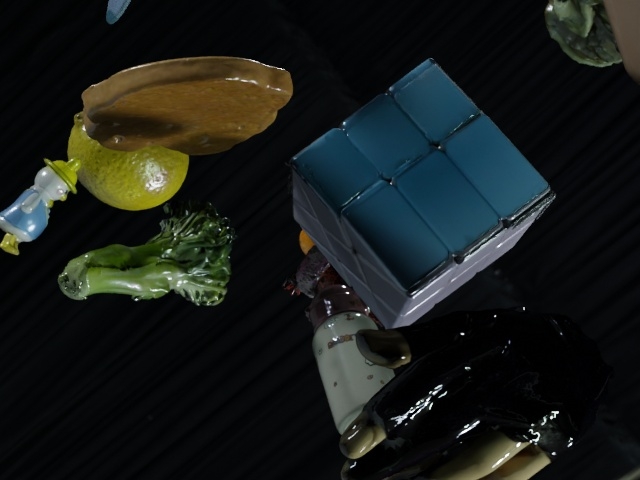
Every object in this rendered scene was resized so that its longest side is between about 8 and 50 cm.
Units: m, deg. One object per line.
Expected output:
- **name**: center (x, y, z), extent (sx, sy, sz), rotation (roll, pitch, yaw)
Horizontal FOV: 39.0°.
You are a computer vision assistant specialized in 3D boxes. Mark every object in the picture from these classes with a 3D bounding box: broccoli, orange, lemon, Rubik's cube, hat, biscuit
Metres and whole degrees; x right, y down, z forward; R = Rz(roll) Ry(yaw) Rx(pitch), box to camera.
- **broccoli**: center (-0.250, 0.030, 1.308), extent (0.145, 0.165, 0.304), rotation (28, 22, 25)
- **orange**: center (0.000, -0.001, 1.732), extent (0.083, 0.083, 0.083), rotation (47, 11, -12)
- **lemon**: center (-0.426, -0.194, 2.017), extent (0.267, 0.267, 0.267), rotation (47, 11, -12)
- **Rubik's cube**: center (0.113, -0.044, 1.132), extent (0.231, 0.224, 0.221), rotation (50, -12, 12)
- **hat**: center (0.050, 0.093, 1.515), extent (0.227, 0.140, 0.129), rotation (43, -5, 28)
- **biscuit**: center (-0.215, -0.209, 1.421), extent (0.351, 0.312, 0.057), rotation (140, -55, -70)

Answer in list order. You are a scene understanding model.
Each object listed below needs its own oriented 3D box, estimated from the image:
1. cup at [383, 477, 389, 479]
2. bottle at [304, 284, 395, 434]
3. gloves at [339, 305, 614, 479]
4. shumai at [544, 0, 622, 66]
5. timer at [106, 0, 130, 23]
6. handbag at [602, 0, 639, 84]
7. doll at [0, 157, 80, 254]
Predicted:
- **cup**: center (0.137, 0.531, 1.517), extent (0.208, 0.273, 0.288), rotation (-101, 179, -79)
- **bottle**: center (0.046, 0.174, 1.369), extent (0.110, 0.110, 0.233), rotation (37, 27, -48)
- **gloves**: center (0.140, 0.145, 0.862), extent (0.197, 0.301, 0.152), rotation (53, -28, 25)
- **shumai**: center (0.517, -0.424, 1.470), extent (0.395, 0.395, 0.348), rotation (51, -30, 6)
- **timer**: center (-0.200, -0.407, 1.084), extent (0.175, 0.255, 0.175), rotation (9, 46, -10)
- **handbag**: center (0.434, -0.340, 0.988), extent (0.149, 0.283, 0.302), rotation (-10, 83, -32)
- **doll**: center (-0.583, -0.081, 1.865), extent (0.098, 0.241, 0.135), rotation (34, -14, 24)
